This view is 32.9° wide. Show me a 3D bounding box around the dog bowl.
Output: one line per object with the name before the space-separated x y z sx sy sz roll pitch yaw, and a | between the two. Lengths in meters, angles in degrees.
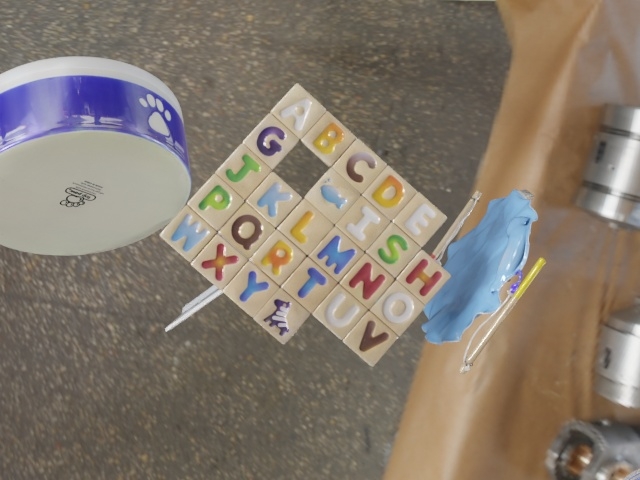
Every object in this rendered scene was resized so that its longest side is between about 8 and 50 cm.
dog bowl | -0.287 -0.092 1.274 0.265 0.265 0.104 0 58 -23

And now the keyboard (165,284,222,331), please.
keyboard | -0.100 0.042 1.400 0.256 0.072 0.014 -35 100 26

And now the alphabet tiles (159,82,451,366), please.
alphabet tiles | 0.000 0.000 1.039 0.237 0.009 0.198 42 84 -3

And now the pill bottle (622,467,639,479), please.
pill bottle | 0.387 0.335 1.169 0.152 0.272 0.152 -1 87 13

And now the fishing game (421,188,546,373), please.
fishing game | 0.172 0.031 1.143 0.041 0.264 0.189 31 98 -14
